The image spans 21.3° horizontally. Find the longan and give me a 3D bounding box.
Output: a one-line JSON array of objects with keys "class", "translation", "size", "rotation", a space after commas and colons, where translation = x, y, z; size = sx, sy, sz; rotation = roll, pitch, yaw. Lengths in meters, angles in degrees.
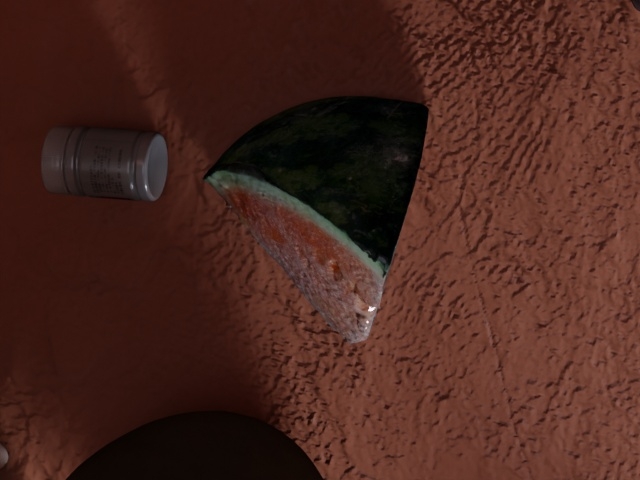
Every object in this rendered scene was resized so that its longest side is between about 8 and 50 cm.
[{"class": "longan", "translation": [-0.105, 0.266, 1.356], "size": [0.258, 0.258, 0.258], "rotation": [2, 101, 13]}]

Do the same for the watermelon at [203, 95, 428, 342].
[{"class": "watermelon", "translation": [-0.010, -0.012, 1.341], "size": [0.207, 0.136, 0.202], "rotation": [1, 95, 28]}]

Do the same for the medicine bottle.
[{"class": "medicine bottle", "translation": [-0.177, -0.064, 1.397], "size": [0.091, 0.058, 0.058], "rotation": [5, 101, 13]}]

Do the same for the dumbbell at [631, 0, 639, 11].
[{"class": "dumbbell", "translation": [0.256, -0.283, 1.212], "size": [0.124, 0.140, 0.225], "rotation": [-23, 97, -27]}]

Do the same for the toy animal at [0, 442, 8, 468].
[{"class": "toy animal", "translation": [-0.439, 0.168, 1.437], "size": [0.213, 0.195, 0.256], "rotation": [-37, 93, 25]}]
